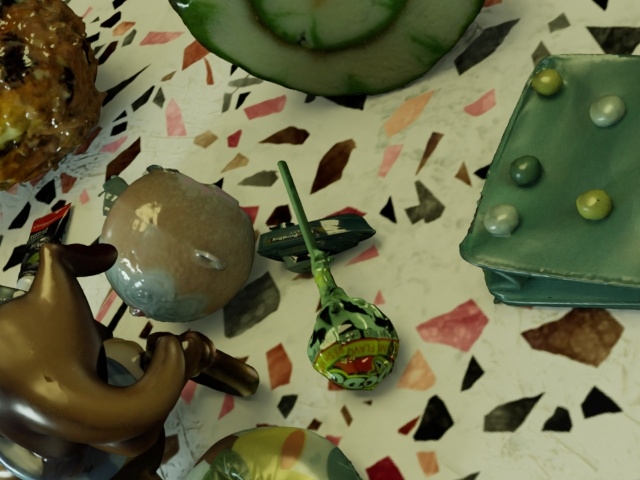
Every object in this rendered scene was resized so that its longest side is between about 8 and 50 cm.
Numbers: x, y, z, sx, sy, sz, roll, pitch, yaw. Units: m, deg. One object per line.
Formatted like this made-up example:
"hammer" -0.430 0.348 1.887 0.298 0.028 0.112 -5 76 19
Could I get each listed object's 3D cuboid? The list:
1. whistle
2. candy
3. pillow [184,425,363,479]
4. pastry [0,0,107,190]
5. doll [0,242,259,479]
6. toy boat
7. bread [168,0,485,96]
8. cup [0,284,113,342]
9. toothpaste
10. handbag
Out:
"whistle" -0.200 -0.001 1.372 0.189 0.189 0.348 -51 30 -9
"candy" 0.005 0.026 1.214 0.091 0.083 0.305 -4 51 -20
"pillow" -0.057 0.288 1.084 0.214 0.086 0.233 17 65 33
"pastry" -0.487 -0.240 1.685 0.337 0.292 0.405 -5 39 9
"doll" -0.233 0.139 1.127 0.318 0.340 0.209 1 59 6
"toy boat" 0.000 0.000 1.289 0.141 0.055 0.060 -13 74 28
"bread" 0.010 -0.327 1.320 0.382 0.366 0.129 -1 52 10
"cup" -0.361 0.198 1.315 0.196 0.196 0.279 3 66 39
"toothpaste" -0.392 0.023 1.583 0.071 0.045 0.193 -22 40 21
"handbag" 0.287 -0.067 1.090 0.274 0.100 0.268 5 59 40
